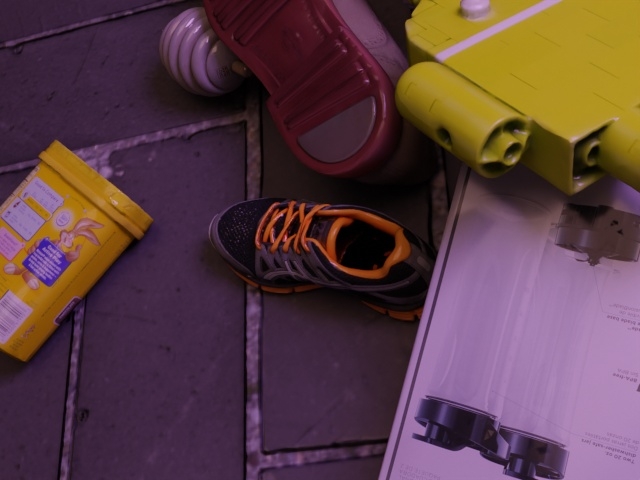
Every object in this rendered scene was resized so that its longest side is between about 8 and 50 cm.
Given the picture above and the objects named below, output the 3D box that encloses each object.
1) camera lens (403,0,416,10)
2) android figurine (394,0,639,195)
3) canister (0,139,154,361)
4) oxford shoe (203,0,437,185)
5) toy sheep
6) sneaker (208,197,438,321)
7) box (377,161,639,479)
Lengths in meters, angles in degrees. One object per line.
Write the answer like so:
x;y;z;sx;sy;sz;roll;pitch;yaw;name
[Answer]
0.195;-0.303;0.762;0.274;0.219;0.219;-4;63;23;camera lens
0.165;-0.123;0.619;0.248;0.056;0.273;-27;46;-16;android figurine
-0.250;0.009;0.859;0.126;0.073;0.170;35;81;31;canister
-0.006;-0.183;0.842;0.123;0.130;0.348;-35;60;25;oxford shoe
-0.102;-0.177;0.893;0.091;0.091;0.132;-52;41;-10;toy sheep
0.000;0.000;0.766;0.214;0.083;0.084;11;70;26;sneaker
0.153;0.074;0.627;0.169;0.087;0.290;12;84;25;box
